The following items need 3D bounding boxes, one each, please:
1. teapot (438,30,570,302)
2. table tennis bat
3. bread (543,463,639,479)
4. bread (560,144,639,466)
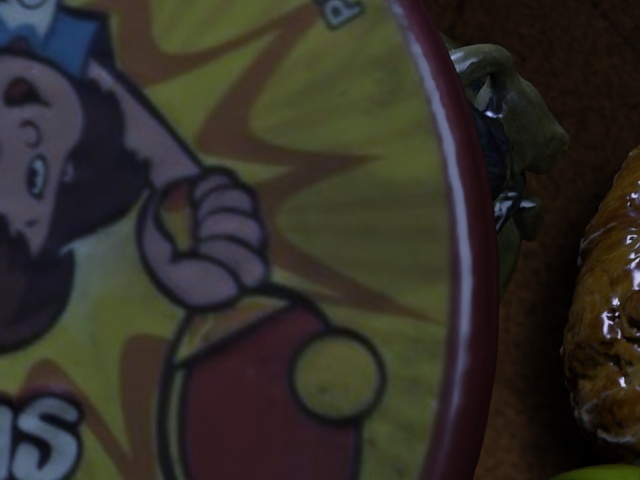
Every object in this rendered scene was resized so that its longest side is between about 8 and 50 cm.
[{"bbox_3d":[0.000,0.000,0.528,0.173,0.182,0.269,-7,87,-35],"label":"teapot"},{"bbox_3d":[-0.090,0.076,0.458,0.268,0.051,0.414,8,87,20],"label":"table tennis bat"},{"bbox_3d":[0.048,0.252,0.467,0.166,0.112,0.383,33,69,-29],"label":"bread"},{"bbox_3d":[0.144,0.058,0.629,0.105,0.076,0.233,11,56,-30],"label":"bread"}]
